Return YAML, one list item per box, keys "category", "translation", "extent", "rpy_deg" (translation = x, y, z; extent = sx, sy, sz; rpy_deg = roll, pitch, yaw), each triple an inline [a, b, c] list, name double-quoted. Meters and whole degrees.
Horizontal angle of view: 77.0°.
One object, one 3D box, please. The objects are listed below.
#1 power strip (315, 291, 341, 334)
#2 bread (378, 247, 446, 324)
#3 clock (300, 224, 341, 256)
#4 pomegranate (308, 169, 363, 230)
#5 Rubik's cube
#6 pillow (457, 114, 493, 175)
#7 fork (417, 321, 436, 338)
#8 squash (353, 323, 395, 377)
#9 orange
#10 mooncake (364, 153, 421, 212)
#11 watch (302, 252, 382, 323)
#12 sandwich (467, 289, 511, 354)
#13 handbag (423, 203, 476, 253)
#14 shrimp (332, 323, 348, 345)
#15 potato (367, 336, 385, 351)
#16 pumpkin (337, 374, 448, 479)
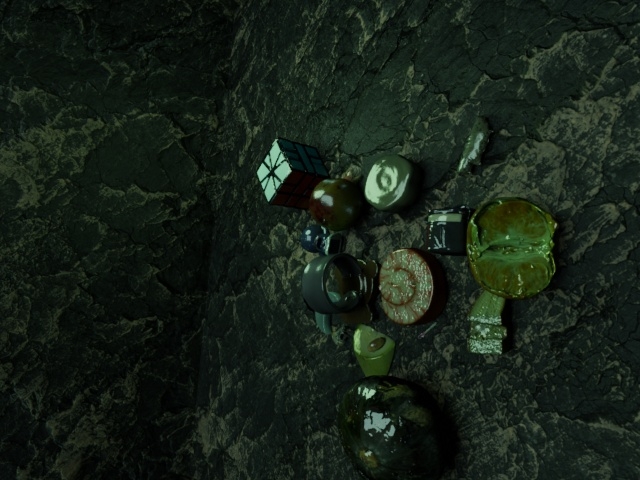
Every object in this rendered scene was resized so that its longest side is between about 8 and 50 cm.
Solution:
- category: "power strip"
  translation: [0.038, 0.384, 2.162]
  extent: [0.167, 0.054, 0.253]
  rpy_deg: [44, 119, 47]
- category: "bread"
  translation: [0.383, 0.192, 1.698]
  extent: [0.295, 0.114, 0.327]
  rpy_deg: [-17, 72, 50]
- category: "clock"
  translation: [0.000, 0.000, 2.186]
  extent: [0.243, 0.147, 0.199]
  rpy_deg: [18, 104, 43]
- category: "pomegranate"
  translation: [0.098, -0.191, 2.034]
  extent: [0.291, 0.323, 0.290]
  rpy_deg: [19, 126, 29]
- category: "Rubik's cube"
  translation: [-0.162, -0.378, 2.313]
  extent: [0.293, 0.284, 0.288]
  rpy_deg: [-46, 52, 35]
- category: "pillow"
  translation: [0.596, -0.357, 1.540]
  extent: [0.093, 0.051, 0.241]
  rpy_deg: [32, 108, 48]
- category: "fork"
  translation: [0.448, 0.376, 1.682]
  extent: [0.115, 0.012, 0.016]
  rpy_deg: [-52, 53, 28]
- category: "squash"
  translation: [0.248, 0.544, 1.910]
  extent: [0.204, 0.155, 0.237]
  rpy_deg: [-50, 35, -16]
- category: "orange"
  translation: [0.611, 0.023, 1.325]
  extent: [0.196, 0.263, 0.334]
  rpy_deg: [160, 104, -83]
- category: "mooncake"
  translation: [0.327, -0.253, 1.805]
  extent: [0.275, 0.135, 0.274]
  rpy_deg: [-11, 75, 48]
- category: "watch"
  translation: [0.089, 0.231, 1.894]
  extent: [0.314, 0.327, 0.334]
  rpy_deg: [-12, 77, 51]
- category: "sandwich"
  translation: [0.596, 0.279, 1.415]
  extent: [0.122, 0.128, 0.235]
  rpy_deg: [-4, 83, 43]
- category: "handbag"
  translation: [0.485, -0.036, 1.488]
  extent: [0.181, 0.254, 0.181]
  rpy_deg: [1, 85, 36]
- category: "shrimp"
  translation: [0.113, 0.486, 2.079]
  extent: [0.091, 0.034, 0.161]
  rpy_deg: [55, 135, 24]
- category: "potato"
  translation: [0.252, 0.472, 1.827]
  extent: [0.093, 0.036, 0.037]
  rpy_deg: [-37, 34, 0]
- category: "pumpkin"
  translation: [0.272, 0.749, 1.568]
  extent: [0.455, 0.344, 0.453]
  rpy_deg: [7, 102, 33]
